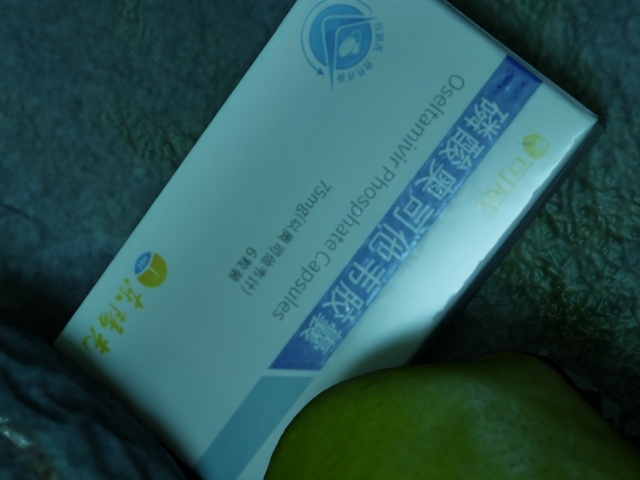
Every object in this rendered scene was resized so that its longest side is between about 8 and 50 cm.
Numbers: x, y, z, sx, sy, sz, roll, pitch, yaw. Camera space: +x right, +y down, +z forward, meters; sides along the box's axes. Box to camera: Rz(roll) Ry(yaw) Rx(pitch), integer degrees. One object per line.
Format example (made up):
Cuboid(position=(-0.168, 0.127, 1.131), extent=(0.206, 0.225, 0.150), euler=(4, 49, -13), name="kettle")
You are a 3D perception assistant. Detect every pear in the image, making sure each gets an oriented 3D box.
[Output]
Cuboid(position=(0.053, 0.255, 0.696), extent=(0.340, 0.191, 0.386), euler=(-42, 60, 44), name="pear")

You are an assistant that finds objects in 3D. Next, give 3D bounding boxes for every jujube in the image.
Cuboid(position=(-0.221, 0.183, 0.852), extent=(0.308, 0.215, 0.246), euler=(30, 131, 17), name="jujube")

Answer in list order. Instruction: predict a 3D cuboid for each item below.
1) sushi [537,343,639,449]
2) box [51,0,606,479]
Cuboid(position=(0.161, 0.224, 0.851), extent=(0.231, 0.047, 0.219), euler=(39, 102, 10), name="sushi")
Cuboid(position=(0.000, 0.000, 0.874), extent=(0.200, 0.065, 0.343), euler=(39, 102, 10), name="box")
